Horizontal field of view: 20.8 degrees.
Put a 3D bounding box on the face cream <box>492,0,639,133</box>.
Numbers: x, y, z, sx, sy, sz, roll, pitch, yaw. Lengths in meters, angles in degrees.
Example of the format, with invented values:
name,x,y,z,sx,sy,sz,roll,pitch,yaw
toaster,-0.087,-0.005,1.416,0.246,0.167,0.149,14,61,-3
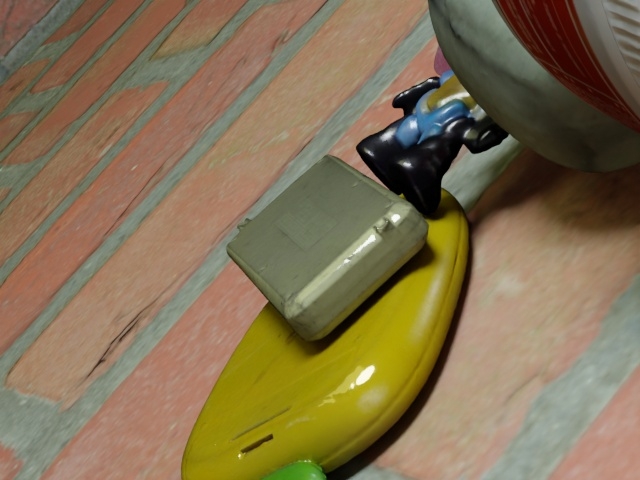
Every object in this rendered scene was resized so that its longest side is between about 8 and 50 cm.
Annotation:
name,x,y,z,sx,sy,sz,roll,pitch,yaw
face cream,0.158,-0.116,0.545,0.201,0.201,0.187,-43,18,3

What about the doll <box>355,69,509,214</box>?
name,x,y,z,sx,sy,sz,roll,pitch,yaw
doll,0.104,-0.089,0.813,0.195,0.070,0.096,-39,31,-10

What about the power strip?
name,x,y,z,sx,sy,sz,roll,pitch,yaw
power strip,0.000,0.000,0.819,0.076,0.028,0.169,-43,17,-1

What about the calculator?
name,x,y,z,sx,sy,sz,roll,pitch,yaw
calculator,0.001,0.053,0.786,0.146,0.032,0.235,-32,19,34

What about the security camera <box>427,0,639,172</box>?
name,x,y,z,sx,sy,sz,roll,pitch,yaw
security camera,0.191,-0.140,0.728,0.301,0.080,0.157,-32,39,-4

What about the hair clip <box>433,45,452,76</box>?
name,x,y,z,sx,sy,sz,roll,pitch,yaw
hair clip,0.111,-0.147,1.017,0.137,0.022,0.054,-52,22,-22
